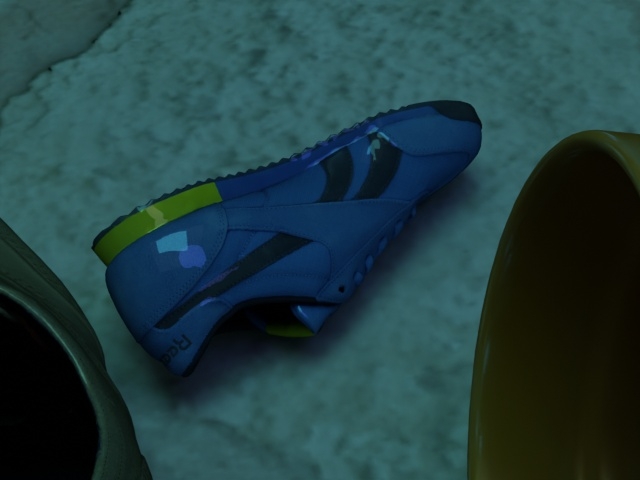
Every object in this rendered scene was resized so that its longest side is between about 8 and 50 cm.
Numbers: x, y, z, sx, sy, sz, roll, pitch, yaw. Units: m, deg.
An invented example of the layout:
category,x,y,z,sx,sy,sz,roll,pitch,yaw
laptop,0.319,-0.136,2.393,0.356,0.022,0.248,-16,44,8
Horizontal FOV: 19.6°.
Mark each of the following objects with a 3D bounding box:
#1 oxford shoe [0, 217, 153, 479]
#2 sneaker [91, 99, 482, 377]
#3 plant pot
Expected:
category,x,y,z,sx,sy,sz,roll,pitch,yaw
oxford shoe,-0.141,0.040,0.741,0.123,0.130,0.348,-23,44,-19
sneaker,0.000,0.000,0.836,0.209,0.069,0.082,-24,76,-32
plant pot,0.170,0.072,0.638,0.188,0.205,0.205,4,39,-12
